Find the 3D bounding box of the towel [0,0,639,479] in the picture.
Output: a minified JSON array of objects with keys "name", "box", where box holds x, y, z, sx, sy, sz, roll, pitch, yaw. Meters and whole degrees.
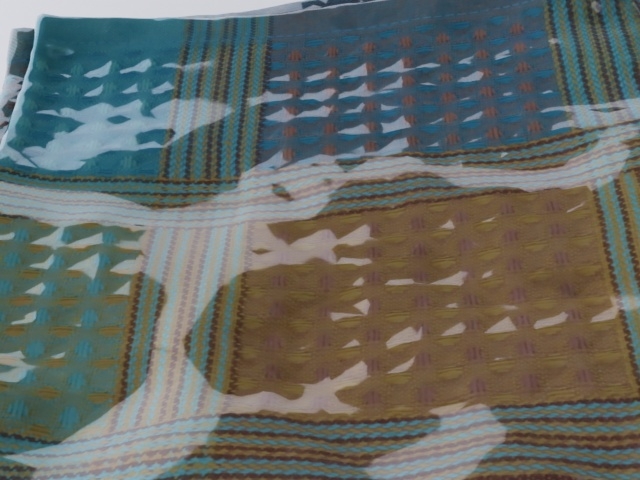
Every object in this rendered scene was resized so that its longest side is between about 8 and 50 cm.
[{"name":"towel","box":[0.000,0.000,0.527,0.272,0.370,0.040,-5,-58,4]}]
